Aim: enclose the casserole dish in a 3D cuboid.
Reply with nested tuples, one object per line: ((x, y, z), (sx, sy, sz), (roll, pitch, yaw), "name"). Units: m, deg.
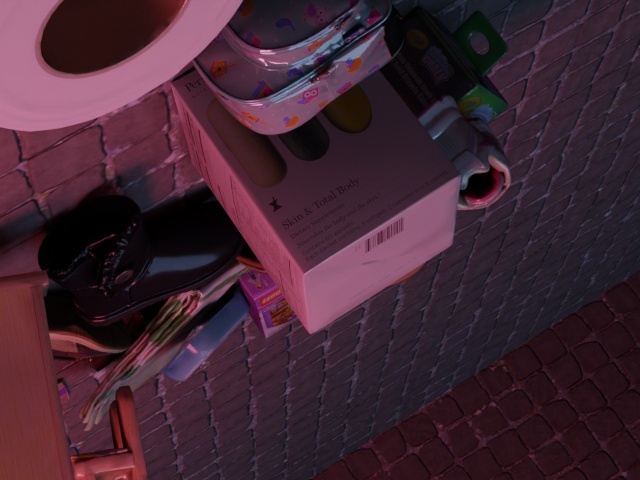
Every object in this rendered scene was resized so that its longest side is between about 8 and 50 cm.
((-0.164, 0.144, 2.047), (0.114, 0.037, 0.188), (-46, -179, 35), "casserole dish")

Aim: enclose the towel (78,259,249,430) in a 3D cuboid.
((-0.194, 0.119, 1.939), (0.325, 0.038, 0.248), (-49, 174, 35), "towel")

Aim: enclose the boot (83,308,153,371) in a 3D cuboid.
((-0.283, 0.139, 1.940), (0.114, 0.037, 0.106), (-29, 159, -5), "boot")

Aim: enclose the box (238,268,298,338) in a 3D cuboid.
((0.016, 0.024, 2.128), (0.293, 0.057, 0.201), (-32, 161, -9), "box")

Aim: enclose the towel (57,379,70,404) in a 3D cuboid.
((-0.392, 0.229, 2.005), (0.060, 0.009, 0.083), (-29, 159, -15), "towel")

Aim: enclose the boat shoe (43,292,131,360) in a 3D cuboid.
((-0.328, 0.113, 1.743), (0.073, 0.080, 0.223), (-34, 156, 21), "boat shoe")

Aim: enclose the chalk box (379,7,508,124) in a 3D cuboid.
((0.134, -0.188, 1.712), (0.213, 0.132, 0.132), (-39, 160, 14), "chalk box")

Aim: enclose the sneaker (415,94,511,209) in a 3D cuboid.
((0.173, -0.081, 1.656), (0.103, 0.111, 0.252), (-39, 160, 14), "sneaker")

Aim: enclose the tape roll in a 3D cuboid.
((-0.191, -0.219, 1.145), (0.286, 0.100, 0.286), (-30, 161, -12), "tape roll")

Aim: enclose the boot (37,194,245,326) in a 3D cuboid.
((-0.203, 0.002, 1.652), (0.246, 0.094, 0.207), (-29, 162, -9), "boot")

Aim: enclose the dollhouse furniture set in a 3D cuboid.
((-0.396, 0.212, 1.636), (0.362, 0.257, 0.394), (-8, 168, -15), "dollhouse furniture set")

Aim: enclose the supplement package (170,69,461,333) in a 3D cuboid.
((-0.005, -0.080, 1.532), (0.199, 0.263, 0.198), (-32, 160, -10), "supplement package")

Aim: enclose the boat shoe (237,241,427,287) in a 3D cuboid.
((0.000, 0.000, 1.730), (0.119, 0.123, 0.324), (7, 170, -42), "boat shoe")

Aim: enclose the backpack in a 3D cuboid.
((-0.037, -0.204, 1.335), (0.188, 0.166, 0.144), (-41, 158, 4), "backpack")
